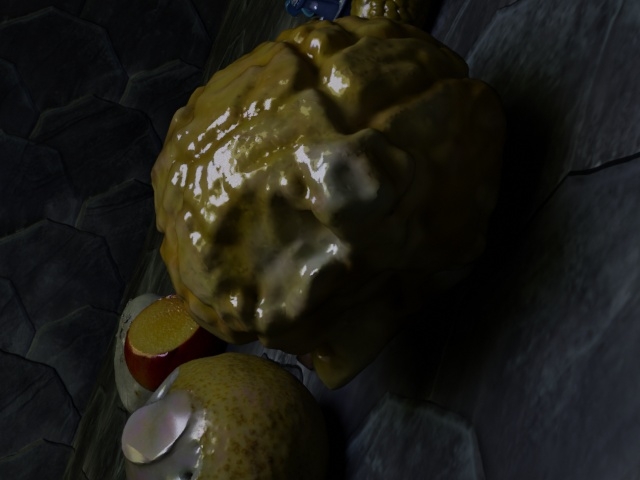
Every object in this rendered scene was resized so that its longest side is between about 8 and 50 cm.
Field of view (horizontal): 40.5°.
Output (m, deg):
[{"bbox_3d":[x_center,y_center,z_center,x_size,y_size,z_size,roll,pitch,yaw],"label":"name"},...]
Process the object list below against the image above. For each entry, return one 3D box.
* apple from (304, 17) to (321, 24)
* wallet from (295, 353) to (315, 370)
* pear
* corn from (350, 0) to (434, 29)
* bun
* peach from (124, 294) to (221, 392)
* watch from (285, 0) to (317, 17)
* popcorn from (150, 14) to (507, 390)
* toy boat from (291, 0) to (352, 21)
[{"bbox_3d":[-0.004,-0.400,1.713,0.084,0.071,0.084,-52,27,40],"label":"apple"},{"bbox_3d":[0.030,0.056,1.194,0.255,0.031,0.137,-69,15,-4],"label":"wallet"},{"bbox_3d":[-0.108,0.275,1.069,0.271,0.271,0.271,-55,23,38],"label":"pear"},{"bbox_3d":[0.134,-0.439,1.289,0.120,0.120,0.363,-13,58,68],"label":"corn"},{"bbox_3d":[-0.358,0.250,1.890,0.273,0.168,0.272,-173,90,-66],"label":"bun"},{"bbox_3d":[-0.285,0.199,1.687,0.190,0.190,0.192,-128,49,-69],"label":"peach"},{"bbox_3d":[0.005,-0.519,1.691,0.211,0.211,0.193,-63,30,18],"label":"watch"},{"bbox_3d":[0.003,-0.067,0.914,0.344,0.354,0.390,104,174,-59],"label":"popcorn"},{"bbox_3d":[0.029,-0.430,1.542,0.309,0.142,0.129,-60,19,30],"label":"toy boat"}]
